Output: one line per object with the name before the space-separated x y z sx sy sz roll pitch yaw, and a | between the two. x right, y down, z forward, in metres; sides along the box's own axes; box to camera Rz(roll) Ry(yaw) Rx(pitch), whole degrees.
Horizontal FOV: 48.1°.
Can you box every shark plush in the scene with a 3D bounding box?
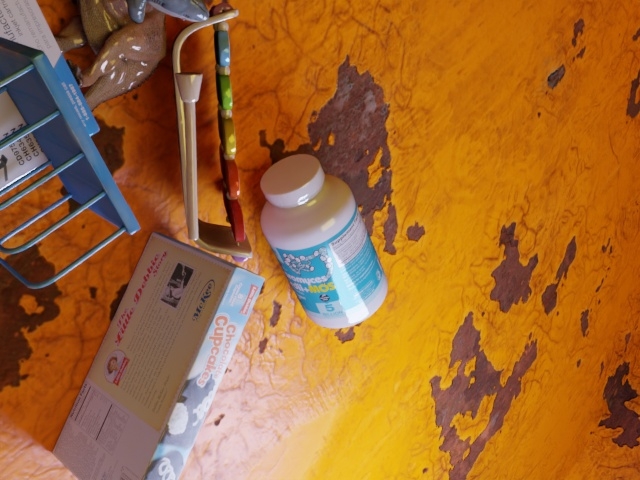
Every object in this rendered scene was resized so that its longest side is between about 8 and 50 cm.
shark plush | -0.166 -0.278 0.692 0.073 0.067 0.161 -50 145 -21

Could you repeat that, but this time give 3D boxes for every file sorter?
file sorter | -0.251 -0.062 0.588 0.104 0.118 0.170 -40 133 -24

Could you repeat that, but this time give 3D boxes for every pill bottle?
pill bottle | 0.000 0.000 1.095 0.146 0.146 0.264 -46 131 -25

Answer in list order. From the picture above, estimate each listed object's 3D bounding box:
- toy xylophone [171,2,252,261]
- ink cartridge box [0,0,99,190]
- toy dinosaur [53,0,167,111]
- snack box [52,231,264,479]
toy xylophone | -0.132 -0.120 0.878 0.081 0.236 0.323 -5 116 -11
ink cartridge box | -0.368 -0.126 0.652 0.232 0.168 0.171 -40 131 -29
toy dinosaur | -0.215 -0.268 0.803 0.200 0.127 0.296 -21 124 -48
snack box | -0.208 0.162 0.906 0.060 0.187 0.322 28 83 -47
